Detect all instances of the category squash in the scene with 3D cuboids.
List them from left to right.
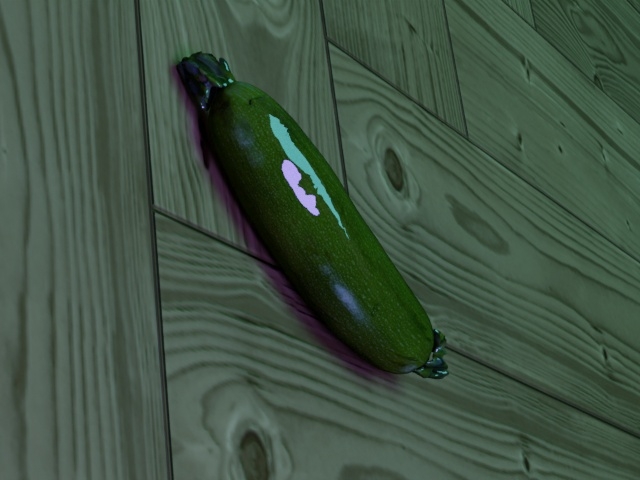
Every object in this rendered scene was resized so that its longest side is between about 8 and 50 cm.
[{"bbox_3d":[0.000,0.000,1.014,0.318,0.071,0.080,53,-9,-21],"label":"squash"}]
